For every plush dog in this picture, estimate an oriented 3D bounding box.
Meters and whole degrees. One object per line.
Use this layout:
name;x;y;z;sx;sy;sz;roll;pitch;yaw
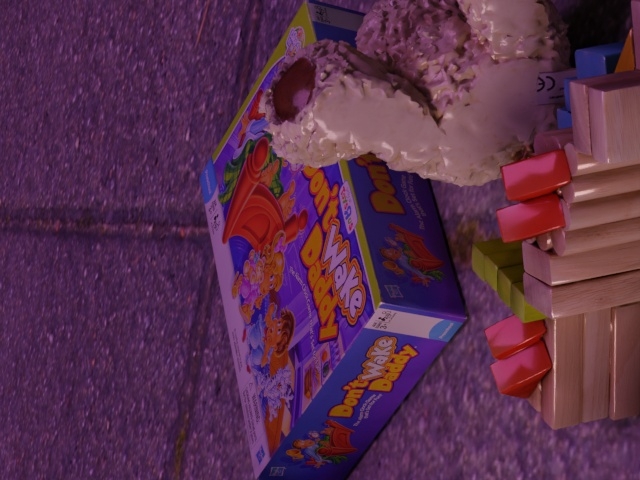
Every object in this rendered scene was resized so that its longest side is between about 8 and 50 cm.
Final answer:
plush dog;0.100;-0.130;1.451;0.262;0.210;0.225;-42;20;9

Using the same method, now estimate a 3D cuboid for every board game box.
board game box;0.000;0.000;1.665;0.233;0.078;0.347;-57;33;38

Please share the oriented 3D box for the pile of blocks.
pile of blocks;0.146;-0.024;1.207;0.362;0.113;0.149;99;154;-48
